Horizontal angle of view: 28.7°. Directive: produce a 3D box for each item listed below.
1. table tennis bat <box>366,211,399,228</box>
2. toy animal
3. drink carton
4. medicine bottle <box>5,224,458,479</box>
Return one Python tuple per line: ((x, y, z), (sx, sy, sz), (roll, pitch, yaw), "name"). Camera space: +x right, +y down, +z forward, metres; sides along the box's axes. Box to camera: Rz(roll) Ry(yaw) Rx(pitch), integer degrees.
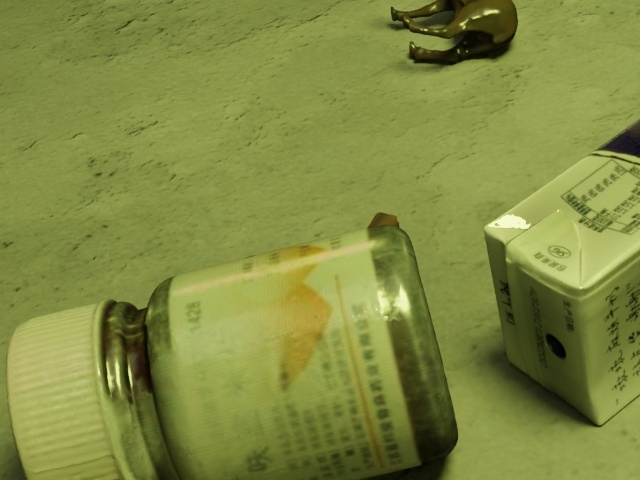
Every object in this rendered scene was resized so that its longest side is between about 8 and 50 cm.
((0.000, 0.000, 0.977), (0.107, 0.119, 0.170), (15, 49, 33), "table tennis bat")
((0.160, -0.264, 1.283), (0.186, 0.094, 0.214), (-19, 45, 3), "toy animal")
((0.231, 0.006, 0.876), (0.222, 0.134, 0.102), (-34, 44, -21), "drink carton")
((-0.055, 0.095, 0.842), (0.273, 0.165, 0.165), (-14, 38, 2), "medicine bottle")
